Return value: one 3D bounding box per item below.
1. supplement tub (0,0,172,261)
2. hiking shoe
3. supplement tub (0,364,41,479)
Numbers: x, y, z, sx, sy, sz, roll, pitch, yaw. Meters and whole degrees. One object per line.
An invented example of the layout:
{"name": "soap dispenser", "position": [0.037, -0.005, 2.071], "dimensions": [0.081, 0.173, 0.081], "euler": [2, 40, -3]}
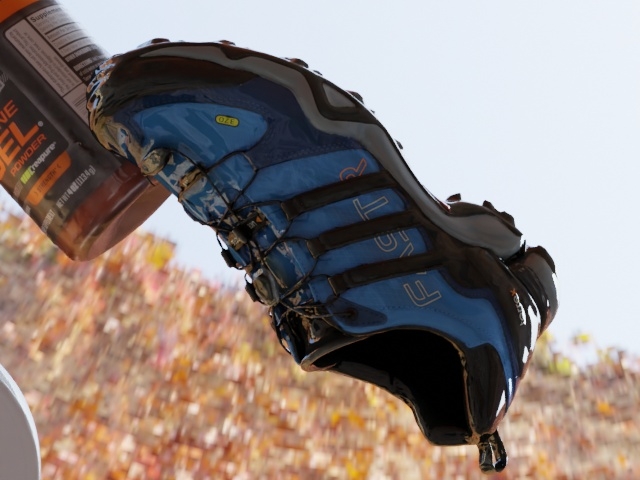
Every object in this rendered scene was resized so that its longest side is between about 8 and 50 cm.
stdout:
{"name": "supplement tub", "position": [-0.176, -0.089, 1.191], "dimensions": [0.198, 0.106, 0.106], "euler": [46, -75, 6]}
{"name": "hiking shoe", "position": [0.000, 0.000, 1.078], "dimensions": [0.304, 0.132, 0.113], "euler": [30, -40, -12]}
{"name": "supplement tub", "position": [-0.349, 0.172, 1.507], "dimensions": [0.235, 0.325, 0.235], "euler": [1, -92, -21]}
